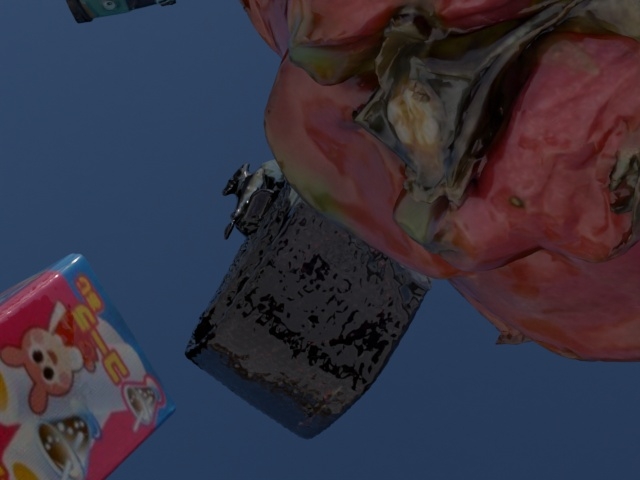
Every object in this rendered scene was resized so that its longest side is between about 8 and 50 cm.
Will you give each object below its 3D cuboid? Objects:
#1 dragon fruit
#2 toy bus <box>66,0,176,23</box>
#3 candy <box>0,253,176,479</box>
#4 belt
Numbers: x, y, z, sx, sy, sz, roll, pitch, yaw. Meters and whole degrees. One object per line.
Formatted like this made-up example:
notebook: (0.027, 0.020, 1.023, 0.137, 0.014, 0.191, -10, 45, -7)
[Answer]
dragon fruit: (0.111, -0.102, 0.694, 0.306, 0.226, 0.305, -1, -97, 13)
toy bus: (-0.129, -0.224, 1.215, 0.092, 0.079, 0.160, -7, -133, 9)
candy: (-0.247, 0.143, 1.382, 0.100, 0.306, 0.157, -26, -80, 30)
belt: (0.000, 0.000, 1.370, 0.184, 0.164, 0.289, -53, -173, 41)
